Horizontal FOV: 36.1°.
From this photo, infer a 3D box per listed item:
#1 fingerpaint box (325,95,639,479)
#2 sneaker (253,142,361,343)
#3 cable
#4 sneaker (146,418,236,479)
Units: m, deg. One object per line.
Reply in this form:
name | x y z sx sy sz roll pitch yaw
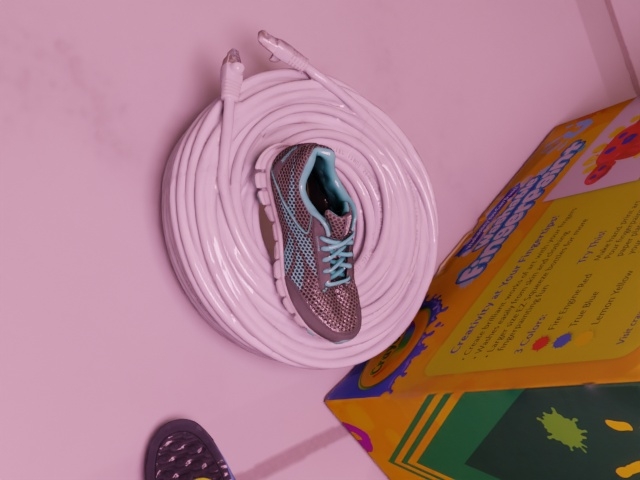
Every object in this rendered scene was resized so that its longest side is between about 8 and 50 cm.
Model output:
fingerpaint box | 0.275 0.036 0.855 0.163 0.371 0.445 52 58 -13
sneaker | 0.000 0.000 0.757 0.065 0.076 0.166 -21 93 -33
cable | -0.016 -0.018 0.851 0.257 0.089 0.257 27 68 -26
sneaker | -0.079 0.244 0.781 0.069 0.082 0.209 -26 77 -5
